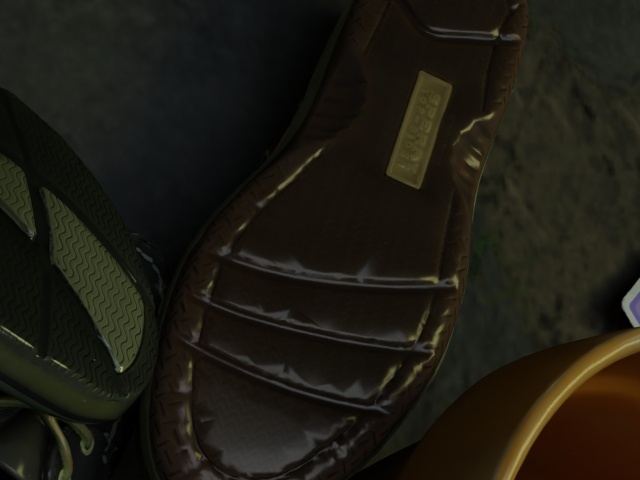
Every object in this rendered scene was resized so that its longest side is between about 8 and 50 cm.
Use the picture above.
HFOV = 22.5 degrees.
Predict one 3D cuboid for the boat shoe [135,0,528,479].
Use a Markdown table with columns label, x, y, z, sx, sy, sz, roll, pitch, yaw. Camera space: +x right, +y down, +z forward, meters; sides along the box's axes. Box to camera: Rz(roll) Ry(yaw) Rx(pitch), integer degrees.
| label | x | y | z | sx | sy | sz | roll | pitch | yaw |
| --- | --- | --- | --- | --- | --- | --- | --- | --- | --- |
| boat shoe | 0.007 | 0.004 | 0.596 | 0.095 | 0.095 | 0.257 | 31 | 58 | -2 |

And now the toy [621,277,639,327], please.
| label | x | y | z | sx | sy | sz | roll | pitch | yaw |
| --- | --- | --- | --- | --- | --- | --- | --- | --- | --- |
| toy | 0.252 | 0.011 | 0.771 | 0.237 | 0.056 | 0.137 | -43 | 105 | -30 |

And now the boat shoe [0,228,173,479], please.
| label | x | y | z | sx | sy | sz | roll | pitch | yaw |
| --- | --- | --- | --- | --- | --- | --- | --- | --- | --- |
| boat shoe | -0.112 | 0.083 | 0.528 | 0.081 | 0.068 | 0.228 | 43 | 63 | -18 |

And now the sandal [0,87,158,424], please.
| label | x | y | z | sx | sy | sz | roll | pitch | yaw |
| --- | --- | --- | --- | --- | --- | --- | --- | --- | --- |
| sandal | -0.190 | -0.022 | 0.493 | 0.302 | 0.086 | 0.120 | 23 | 30 | -8 |

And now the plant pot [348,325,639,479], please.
| label | x | y | z | sx | sy | sz | roll | pitch | yaw |
| --- | --- | --- | --- | --- | --- | --- | --- | --- | --- |
| plant pot | 0.071 | 0.142 | 0.556 | 0.205 | 0.188 | 0.205 | 9 | 75 | -33 |
